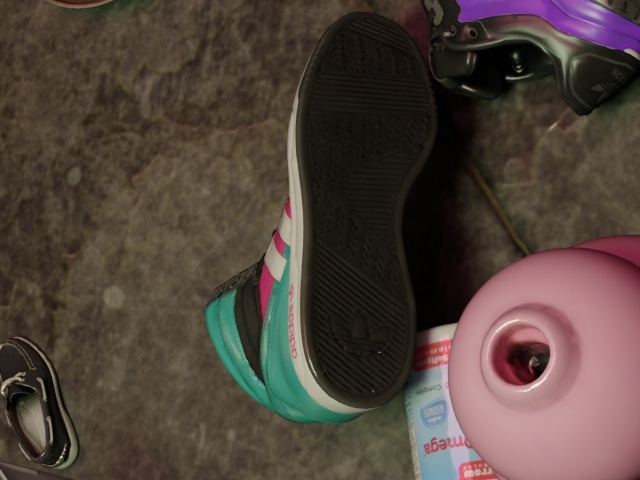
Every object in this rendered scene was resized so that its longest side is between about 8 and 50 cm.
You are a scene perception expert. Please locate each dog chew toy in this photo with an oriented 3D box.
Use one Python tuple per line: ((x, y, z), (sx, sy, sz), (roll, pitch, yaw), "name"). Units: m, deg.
((0.182, 0.089, 1.000), (0.206, 0.332, 0.207), (-8, 75, 29), "dog chew toy")

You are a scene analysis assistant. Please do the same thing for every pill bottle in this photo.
((0.104, 0.140, 1.182), (0.087, 0.087, 0.160), (-17, 70, 27), "pill bottle")

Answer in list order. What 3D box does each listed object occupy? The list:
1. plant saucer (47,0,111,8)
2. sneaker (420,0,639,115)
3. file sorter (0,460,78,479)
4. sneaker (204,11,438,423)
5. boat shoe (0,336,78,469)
((-0.177, -0.286, 1.489), (0.198, 0.036, 0.199), (-9, 73, 30), "plant saucer")
((0.106, -0.182, 1.250), (0.293, 0.102, 0.146), (34, 98, 33), "sneaker")
((-0.135, 0.305, 1.187), (0.277, 0.193, 0.173), (39, 104, 51), "file sorter")
((0.000, 0.000, 1.247), (0.178, 0.123, 0.295), (-39, 40, 57), "sneaker")
((-0.236, 0.129, 1.423), (0.046, 0.038, 0.125), (-36, 62, 20), "boat shoe")
